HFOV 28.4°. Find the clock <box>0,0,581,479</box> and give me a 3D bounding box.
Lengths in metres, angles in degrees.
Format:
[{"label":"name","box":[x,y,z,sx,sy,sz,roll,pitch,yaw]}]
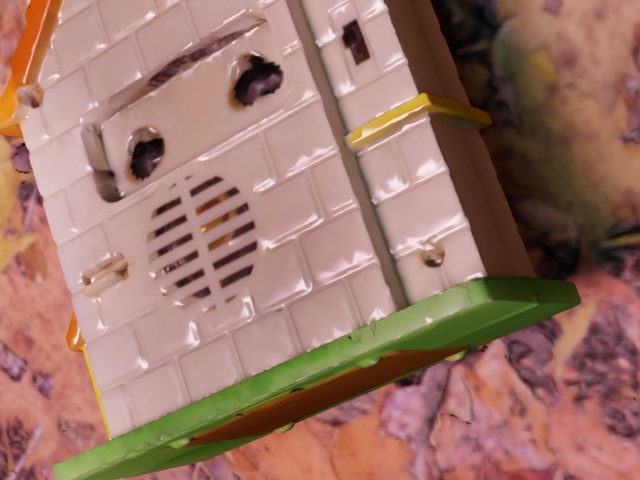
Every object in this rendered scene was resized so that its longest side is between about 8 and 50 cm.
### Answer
[{"label":"clock","box":[-0.038,-0.048,0.570,0.220,0.106,0.255,-26,74,28]}]
